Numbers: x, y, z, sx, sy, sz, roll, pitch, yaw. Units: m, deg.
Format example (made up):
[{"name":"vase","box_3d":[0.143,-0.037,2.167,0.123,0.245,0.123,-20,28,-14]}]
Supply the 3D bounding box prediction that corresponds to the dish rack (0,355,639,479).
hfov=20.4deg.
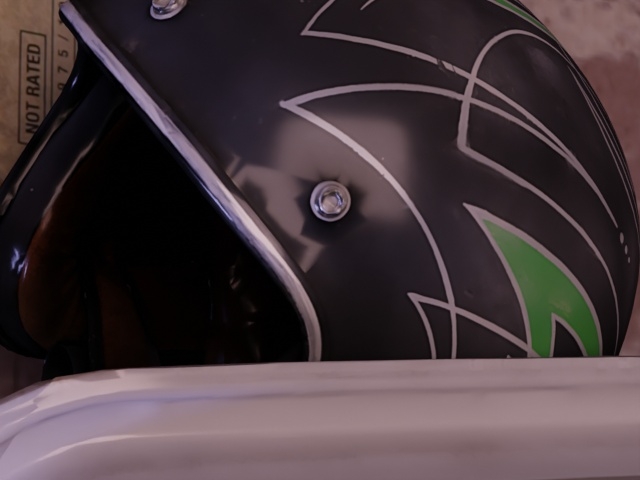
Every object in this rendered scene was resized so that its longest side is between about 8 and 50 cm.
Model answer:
[{"name":"dish rack","box_3d":[0.026,0.188,0.429,0.285,0.072,0.333,1,116,-24]}]

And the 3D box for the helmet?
[{"name":"helmet","box_3d":[0.000,0.000,0.453,0.169,0.169,0.161,21,111,-18]}]

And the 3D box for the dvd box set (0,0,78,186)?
[{"name":"dvd box set","box_3d":[-0.222,-0.173,0.450,0.420,0.062,0.307,7,76,-37]}]
